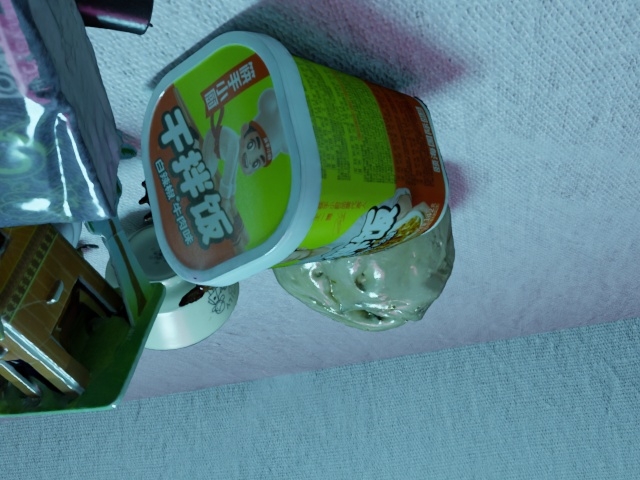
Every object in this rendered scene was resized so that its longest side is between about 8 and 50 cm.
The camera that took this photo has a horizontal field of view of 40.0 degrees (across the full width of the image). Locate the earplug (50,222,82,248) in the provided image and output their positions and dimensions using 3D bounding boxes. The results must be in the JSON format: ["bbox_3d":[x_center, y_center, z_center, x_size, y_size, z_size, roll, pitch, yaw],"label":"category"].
[{"bbox_3d":[-0.517,0.009,1.325,0.325,0.175,0.214,-20,158,8],"label":"earplug"}]

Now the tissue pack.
[{"bbox_3d":[-0.386,-0.122,0.706,0.394,0.124,0.288,-5,143,2],"label":"tissue pack"}]

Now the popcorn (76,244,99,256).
[{"bbox_3d":[-0.494,0.066,1.538,0.195,0.174,0.168,6,138,-13],"label":"popcorn"}]

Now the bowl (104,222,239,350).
[{"bbox_3d":[-0.263,0.058,1.493,0.237,0.238,0.126,-7,142,-2],"label":"bowl"}]

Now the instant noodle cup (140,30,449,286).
[{"bbox_3d":[-0.016,-0.089,1.084,0.294,0.294,0.307,-23,164,41],"label":"instant noodle cup"}]

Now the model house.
[{"bbox_3d":[-0.405,0.012,1.152,0.300,0.340,0.324,-8,137,28],"label":"model house"}]

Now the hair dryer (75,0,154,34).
[{"bbox_3d":[-0.299,-0.216,0.846,0.235,0.091,0.271,8,171,-26],"label":"hair dryer"}]

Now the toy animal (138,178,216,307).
[{"bbox_3d":[-0.167,-0.017,1.361,0.087,0.244,0.260,13,-157,29],"label":"toy animal"}]

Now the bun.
[{"bbox_3d":[0.070,0.027,1.508,0.326,0.235,0.362,-7,157,17],"label":"bun"}]
